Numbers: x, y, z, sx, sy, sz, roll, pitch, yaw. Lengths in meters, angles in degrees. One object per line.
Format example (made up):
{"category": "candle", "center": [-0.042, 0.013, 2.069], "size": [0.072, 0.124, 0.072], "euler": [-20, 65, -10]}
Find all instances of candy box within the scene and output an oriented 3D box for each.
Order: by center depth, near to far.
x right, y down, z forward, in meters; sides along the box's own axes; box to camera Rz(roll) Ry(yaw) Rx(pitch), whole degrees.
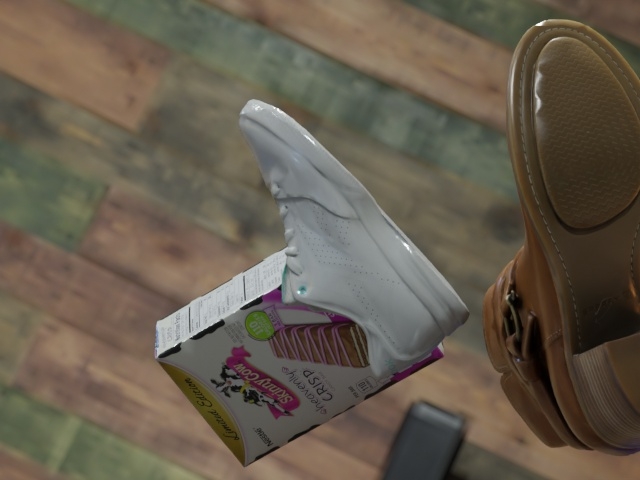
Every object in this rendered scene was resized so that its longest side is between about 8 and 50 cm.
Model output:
{"category": "candy box", "center": [-0.021, 0.096, 1.874], "size": [0.159, 0.233, 0.071], "euler": [53, 15, -26]}

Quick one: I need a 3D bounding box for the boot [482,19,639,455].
{"category": "boot", "center": [0.166, 0.009, 1.324], "size": [0.220, 0.109, 0.283], "euler": [140, -71, -74]}

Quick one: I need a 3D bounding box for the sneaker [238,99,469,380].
{"category": "sneaker", "center": [0.000, 0.000, 1.320], "size": [0.212, 0.094, 0.080], "euler": [49, 4, 11]}
